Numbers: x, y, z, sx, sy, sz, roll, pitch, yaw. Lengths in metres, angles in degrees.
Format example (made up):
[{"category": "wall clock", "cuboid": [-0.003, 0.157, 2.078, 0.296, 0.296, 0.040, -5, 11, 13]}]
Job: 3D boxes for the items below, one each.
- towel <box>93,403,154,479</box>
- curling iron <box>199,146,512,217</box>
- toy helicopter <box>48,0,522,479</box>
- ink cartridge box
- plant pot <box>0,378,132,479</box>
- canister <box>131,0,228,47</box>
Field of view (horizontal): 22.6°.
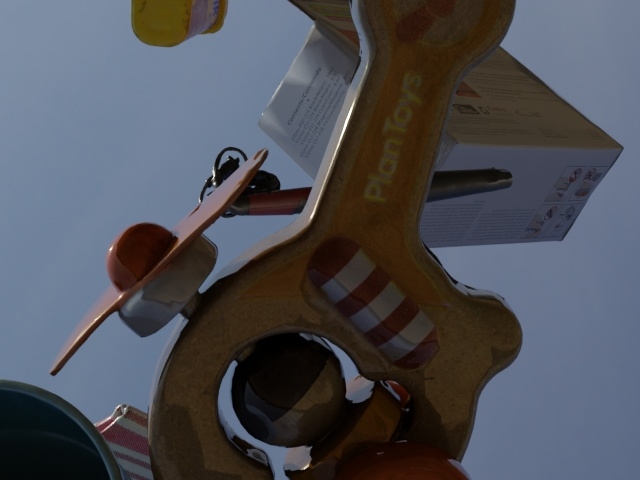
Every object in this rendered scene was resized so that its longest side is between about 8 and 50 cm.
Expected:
[{"category": "towel", "cuboid": [-0.154, 0.180, 1.156, 0.144, 0.197, 0.029, 30, -142, -42]}, {"category": "curling iron", "cuboid": [0.034, -0.049, 1.299, 0.274, 0.035, 0.068, -3, -130, -20]}, {"category": "toy helicopter", "cuboid": [0.000, 0.000, 0.829, 0.234, 0.355, 0.140, 16, -168, -6]}, {"category": "ink cartridge box", "cuboid": [0.103, -0.124, 1.602, 0.309, 0.130, 0.272, -2, -140, -50]}, {"category": "plant pot", "cuboid": [-0.171, 0.260, 0.929, 0.271, 0.255, 0.272, -15, -130, 18]}, {"category": "canister", "cuboid": [-0.152, -0.280, 1.752, 0.073, 0.126, 0.170, 7, -164, 8]}]
